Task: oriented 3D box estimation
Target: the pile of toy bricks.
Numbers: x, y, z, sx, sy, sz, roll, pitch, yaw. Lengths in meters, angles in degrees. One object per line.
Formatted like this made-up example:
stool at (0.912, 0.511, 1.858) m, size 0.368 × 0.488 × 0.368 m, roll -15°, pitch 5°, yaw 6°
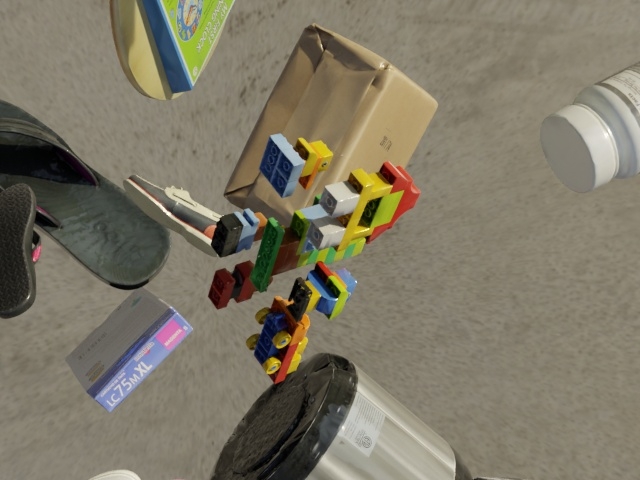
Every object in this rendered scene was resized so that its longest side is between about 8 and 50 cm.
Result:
pile of toy bricks at (0.000, 0.000, 0.774) m, size 0.105 × 0.212 × 0.118 m, roll -17°, pitch 55°, yaw -35°

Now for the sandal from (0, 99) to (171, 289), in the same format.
sandal at (-0.415, -0.095, 1.546) m, size 0.446 × 0.107 × 0.167 m, roll 30°, pitch 69°, yaw 2°

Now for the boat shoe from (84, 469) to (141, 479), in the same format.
boat shoe at (-0.244, 0.277, 0.962) m, size 0.184 × 0.063 × 0.066 m, roll -27°, pitch 93°, yaw -13°

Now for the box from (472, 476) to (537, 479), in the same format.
box at (0.262, 0.462, 1.332) m, size 0.077 × 0.242 × 0.307 m, roll 1°, pitch 79°, yaw 32°

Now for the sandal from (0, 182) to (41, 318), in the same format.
sandal at (-0.337, 0.015, 1.148) m, size 0.067 × 0.040 × 0.179 m, roll -20°, pitch 54°, yaw 9°

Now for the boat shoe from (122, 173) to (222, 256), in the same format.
boat shoe at (-0.157, -0.035, 1.163) m, size 0.137 × 0.049 × 0.043 m, roll 34°, pitch 69°, yaw 6°

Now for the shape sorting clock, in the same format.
shape sorting clock at (-0.093, -0.196, 0.699) m, size 0.040 × 0.206 × 0.206 m, roll 12°, pitch 86°, yaw 16°

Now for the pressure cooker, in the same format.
pressure cooker at (0.058, 0.451, 1.813) m, size 0.420 × 0.375 × 0.370 m, roll 40°, pitch 84°, yaw -14°

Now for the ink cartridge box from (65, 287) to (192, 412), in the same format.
ink cartridge box at (-0.313, 0.174, 1.698) m, size 0.186 × 0.311 × 0.065 m, roll -46°, pitch 106°, yaw -11°

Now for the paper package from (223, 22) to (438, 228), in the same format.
paper package at (0.025, -0.158, 1.716) m, size 0.168 × 0.325 × 0.309 m, roll 30°, pitch 98°, yaw 17°

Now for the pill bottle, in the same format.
pill bottle at (0.242, -0.094, 0.797) m, size 0.137 × 0.078 × 0.078 m, roll -27°, pitch 91°, yaw -14°

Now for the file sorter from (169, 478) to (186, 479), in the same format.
file sorter at (-0.073, 0.338, 0.877) m, size 0.182 × 0.290 × 0.202 m, roll 27°, pitch 75°, yaw 21°
